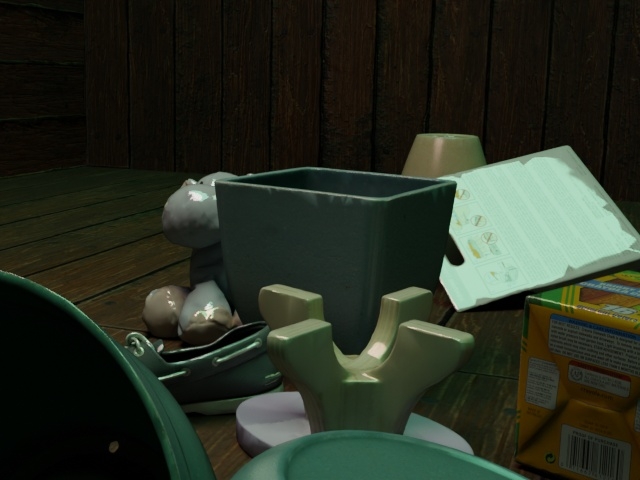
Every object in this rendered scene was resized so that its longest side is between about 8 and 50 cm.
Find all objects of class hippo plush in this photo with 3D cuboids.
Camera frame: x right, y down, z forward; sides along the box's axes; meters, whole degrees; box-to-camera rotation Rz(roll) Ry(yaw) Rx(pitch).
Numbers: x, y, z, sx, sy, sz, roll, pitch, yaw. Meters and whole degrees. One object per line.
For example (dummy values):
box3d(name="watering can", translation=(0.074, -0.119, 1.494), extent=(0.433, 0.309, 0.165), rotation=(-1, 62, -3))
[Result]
box3d(name="hippo plush", translation=(-0.127, 0.017, 1.374), extent=(0.234, 0.237, 0.294), rotation=(5, 11, 22))

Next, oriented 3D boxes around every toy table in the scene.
box3d(name="toy table", translation=(0.031, 0.145, 0.921), extent=(0.274, 0.161, 0.252), rotation=(8, 12, 26))

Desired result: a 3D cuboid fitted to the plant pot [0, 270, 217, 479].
box3d(name="plant pot", translation=(-0.171, 0.180, 0.485), extent=(0.292, 0.293, 0.196), rotation=(5, -17, 16))

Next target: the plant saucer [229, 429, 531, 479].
box3d(name="plant saucer", translation=(0.087, 0.202, 0.603), extent=(0.317, 0.044, 0.317), rotation=(15, 9, -3))

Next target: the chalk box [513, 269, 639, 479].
box3d(name="chalk box", translation=(0.359, 0.138, 0.946), extent=(0.180, 0.179, 0.288), rotation=(12, 15, 42))

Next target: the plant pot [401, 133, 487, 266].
box3d(name="plant pot", translation=(0.257, -0.081, 1.869), extent=(0.256, 0.274, 0.256), rotation=(1, 11, 0))

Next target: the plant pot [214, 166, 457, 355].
box3d(name="plant pot", translation=(0.020, 0.042, 1.216), extent=(0.247, 0.253, 0.247), rotation=(9, 12, 29))

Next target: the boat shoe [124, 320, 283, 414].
box3d(name="boat shoe", translation=(-0.197, 0.147, 1.036), extent=(0.319, 0.099, 0.116), rotation=(-2, 11, -18))

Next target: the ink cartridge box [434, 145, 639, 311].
box3d(name="ink cartridge box", translation=(0.364, -0.010, 1.673), extent=(0.384, 0.091, 0.308), rotation=(-16, 51, -11))
